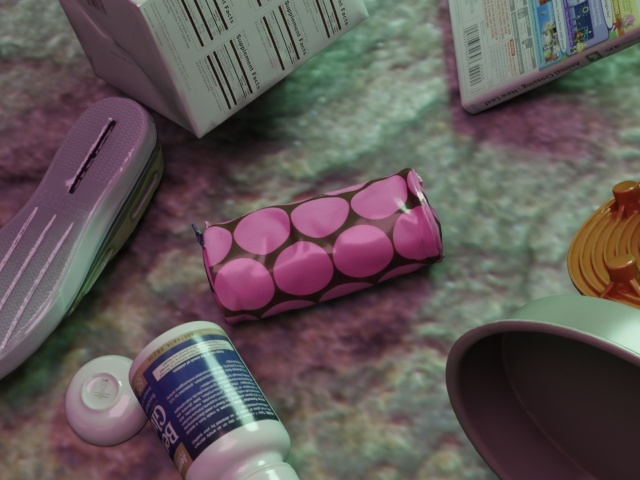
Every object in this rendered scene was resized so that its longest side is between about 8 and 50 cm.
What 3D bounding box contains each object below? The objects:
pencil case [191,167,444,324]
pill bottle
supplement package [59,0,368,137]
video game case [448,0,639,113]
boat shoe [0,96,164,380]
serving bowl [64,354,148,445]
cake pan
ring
[{"bbox_3d":[0.000,0.000,1.383,0.209,0.095,0.098,-14,46,5],"label":"pencil case"},{"bbox_3d":[-0.083,0.158,1.320,0.094,0.094,0.169,-33,61,-3],"label":"pill bottle"},{"bbox_3d":[-0.107,-0.232,1.437,0.203,0.149,0.194,-38,41,-19],"label":"supplement package"},{"bbox_3d":[0.202,-0.241,1.443,0.193,0.023,0.212,-22,58,31],"label":"video game case"},{"bbox_3d":[-0.230,0.013,1.428,0.109,0.094,0.302,26,74,30],"label":"boat shoe"},{"bbox_3d":[-0.189,0.137,1.396,0.083,0.027,0.083,-6,62,11],"label":"serving bowl"},{"bbox_3d":[0.226,0.147,1.145,0.293,0.293,0.054,27,60,24],"label":"cake pan"},{"bbox_3d":[0.343,-0.028,1.163,0.336,0.032,0.336,-17,21,7],"label":"ring"}]
